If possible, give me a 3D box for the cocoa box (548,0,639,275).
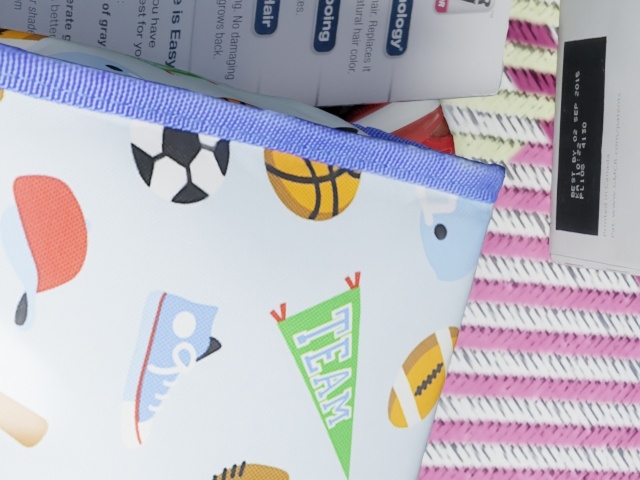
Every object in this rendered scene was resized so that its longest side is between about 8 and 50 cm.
[{"bbox_3d":[0.283,-0.148,1.036,0.228,0.231,0.347,2,93,-14],"label":"cocoa box"}]

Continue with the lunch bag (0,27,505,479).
[{"bbox_3d":[-0.160,0.068,0.728,0.385,0.239,0.328,8,96,-42],"label":"lunch bag"}]

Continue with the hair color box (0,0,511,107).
[{"bbox_3d":[-0.066,-0.160,0.903,0.347,0.105,0.174,-5,117,-27],"label":"hair color box"}]

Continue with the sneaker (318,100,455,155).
[{"bbox_3d":[0.000,0.000,0.996,0.221,0.087,0.128,-29,106,-23],"label":"sneaker"}]
